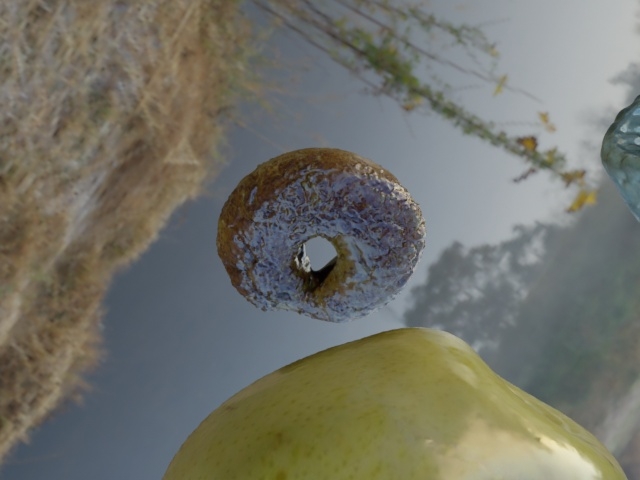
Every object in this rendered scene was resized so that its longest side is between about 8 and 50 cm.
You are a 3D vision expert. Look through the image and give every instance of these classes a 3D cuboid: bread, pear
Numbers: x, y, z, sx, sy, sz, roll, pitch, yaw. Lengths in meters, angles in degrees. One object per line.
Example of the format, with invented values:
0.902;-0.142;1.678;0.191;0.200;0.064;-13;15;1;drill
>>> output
0.000;0.000;1.037;0.064;0.193;0.193;-84;-168;-58;bread
0.044;0.201;0.718;0.309;0.309;0.309;-46;157;-26;pear

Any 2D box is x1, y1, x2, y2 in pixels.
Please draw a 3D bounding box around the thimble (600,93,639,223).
0.431;-0.076;1.243;0.205;0.172;0.250;-36;-161;-1;thimble
